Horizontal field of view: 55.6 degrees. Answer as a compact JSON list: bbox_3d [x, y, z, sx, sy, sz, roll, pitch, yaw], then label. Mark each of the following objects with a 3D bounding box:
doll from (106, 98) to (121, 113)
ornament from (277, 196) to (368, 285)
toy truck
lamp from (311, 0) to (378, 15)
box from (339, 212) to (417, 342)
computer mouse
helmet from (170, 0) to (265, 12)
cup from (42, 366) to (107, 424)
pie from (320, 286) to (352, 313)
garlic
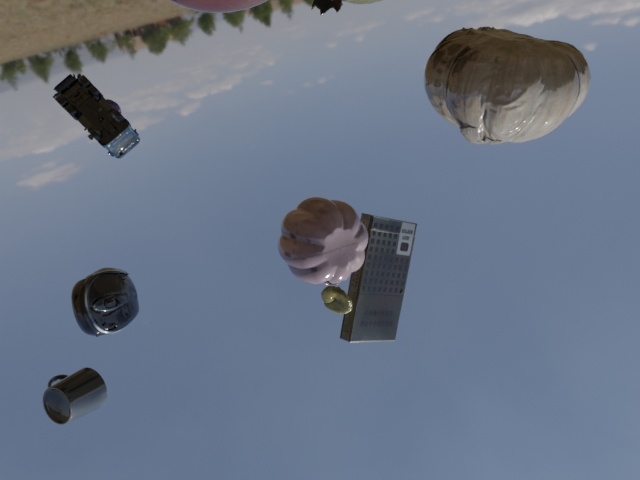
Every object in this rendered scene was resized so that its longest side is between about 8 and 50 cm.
[{"bbox_3d":[-0.572,-0.324,1.563,0.050,0.190,0.115,-39,-146,43],"label":"doll"},{"bbox_3d":[0.001,0.000,1.202,0.178,0.177,0.177,-13,-158,5],"label":"ornament"},{"bbox_3d":[-0.423,-0.234,1.132,0.074,0.088,0.202,-44,-111,-10],"label":"toy truck"},{"bbox_3d":[0.065,-0.559,1.162,0.284,0.250,0.250,-61,-148,-4],"label":"lamp"},{"bbox_3d":[0.152,0.101,1.574,0.180,0.324,0.047,7,-177,-42],"label":"box"},{"bbox_3d":[-0.445,0.127,1.297,0.097,0.137,0.233,-18,-173,0],"label":"computer mouse"},{"bbox_3d":[-0.155,-0.471,0.926,0.385,0.230,0.337,-24,175,4],"label":"helmet"},{"bbox_3d":[-0.434,0.265,1.050,0.100,0.078,0.077,21,-161,22],"label":"cup"},{"bbox_3d":[0.040,0.139,1.420,0.085,0.084,0.020,0,-143,33],"label":"pie"},{"bbox_3d":[0.260,-0.219,0.873,0.228,0.152,0.227,0,-148,0],"label":"garlic"}]
